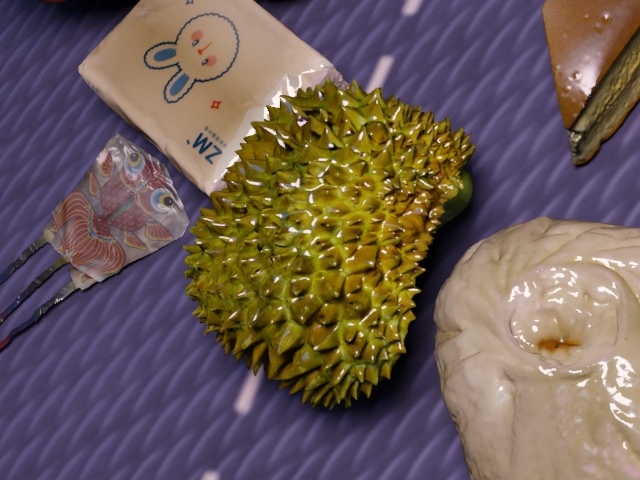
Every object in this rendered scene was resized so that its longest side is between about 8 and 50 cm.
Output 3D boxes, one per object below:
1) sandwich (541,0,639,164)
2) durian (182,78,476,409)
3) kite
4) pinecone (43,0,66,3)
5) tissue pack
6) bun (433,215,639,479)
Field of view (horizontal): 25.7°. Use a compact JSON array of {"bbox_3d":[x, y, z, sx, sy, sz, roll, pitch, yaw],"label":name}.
[{"bbox_3d":[0.226,-0.182,1.041,0.088,0.090,0.244,35,86,28],"label":"sandwich"},{"bbox_3d":[0.001,-0.004,1.018,0.176,0.200,0.237,26,92,2],"label":"durian"},{"bbox_3d":[-0.221,0.008,1.213,0.229,0.016,0.127,-37,57,3],"label":"kite"},{"bbox_3d":[-0.206,-0.328,1.209,0.264,0.264,0.264,-9,67,21],"label":"pinecone"},{"bbox_3d":[-0.085,-0.126,1.157,0.148,0.092,0.196,-48,60,0],"label":"tissue pack"},{"bbox_3d":[0.174,0.094,0.922,0.243,0.153,0.244,-9,69,25],"label":"bun"}]
